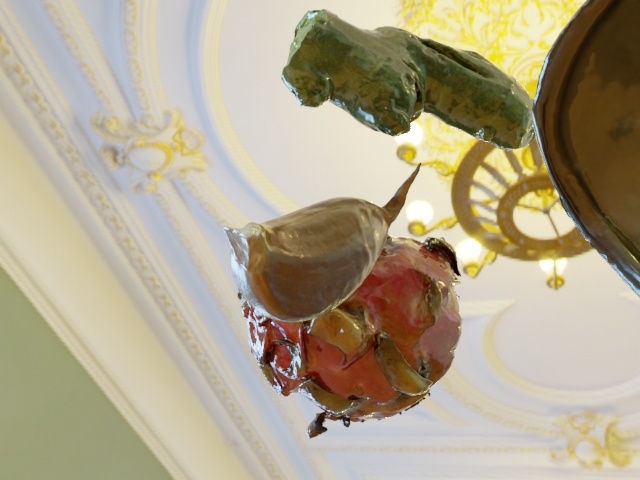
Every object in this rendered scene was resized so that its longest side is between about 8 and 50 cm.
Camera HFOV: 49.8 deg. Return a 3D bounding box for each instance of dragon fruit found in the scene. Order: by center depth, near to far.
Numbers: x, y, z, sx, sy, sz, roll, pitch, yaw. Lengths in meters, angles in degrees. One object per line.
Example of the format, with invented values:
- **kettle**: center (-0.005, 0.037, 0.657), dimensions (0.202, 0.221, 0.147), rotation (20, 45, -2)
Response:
- **dragon fruit**: center (0.021, 0.099, 0.963), dimensions (0.296, 0.314, 0.263), rotation (-11, -33, 40)

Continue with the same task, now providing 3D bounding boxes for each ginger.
- **ginger**: center (0.095, -0.155, 0.706), dimensions (0.290, 0.137, 0.089), rotation (5, -51, -27)

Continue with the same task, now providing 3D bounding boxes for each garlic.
- **garlic**: center (0.007, 0.003, 0.652), dimensions (0.198, 0.090, 0.128), rotation (-18, -36, -25)

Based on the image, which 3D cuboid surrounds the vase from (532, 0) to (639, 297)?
- **vase**: center (0.297, -0.116, 0.299), dimensions (0.302, 0.241, 0.329), rotation (-8, -36, -34)
